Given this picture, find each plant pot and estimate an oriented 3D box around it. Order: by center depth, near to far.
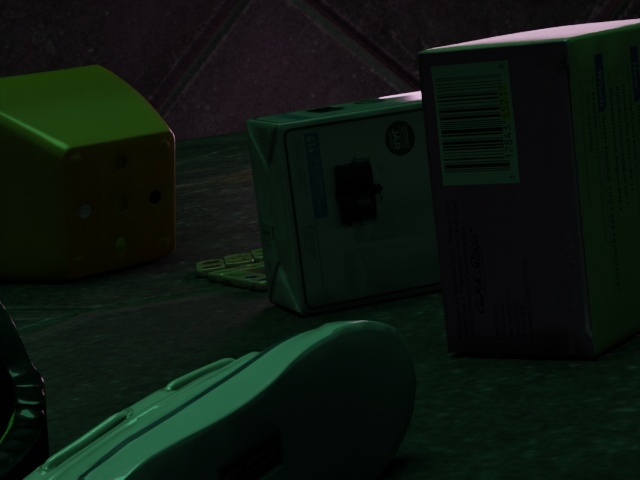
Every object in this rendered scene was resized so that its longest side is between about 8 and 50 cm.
[{"bbox_3d":[-0.269,-0.061,1.735,0.212,0.212,0.187,-13,23,-39],"label":"plant pot"}]

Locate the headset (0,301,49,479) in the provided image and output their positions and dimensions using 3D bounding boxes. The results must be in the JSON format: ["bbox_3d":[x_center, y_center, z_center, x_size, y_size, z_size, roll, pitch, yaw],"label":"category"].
[{"bbox_3d":[-0.280,0.111,0.902,0.243,0.185,0.394,-4,23,-12],"label":"headset"}]

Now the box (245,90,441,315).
[{"bbox_3d":[0.093,-0.045,1.390,0.290,0.169,0.087,-9,8,-20],"label":"box"}]

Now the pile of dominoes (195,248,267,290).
[{"bbox_3d":[0.000,0.000,1.602,0.251,0.040,0.196,-11,10,-30],"label":"pile of dominoes"}]

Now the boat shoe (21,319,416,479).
[{"bbox_3d":[-0.048,0.096,0.797,0.084,0.095,0.258,5,13,37],"label":"boat shoe"}]

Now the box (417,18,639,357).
[{"bbox_3d":[0.188,-0.048,1.162,0.117,0.213,0.243,0,11,35],"label":"box"}]
